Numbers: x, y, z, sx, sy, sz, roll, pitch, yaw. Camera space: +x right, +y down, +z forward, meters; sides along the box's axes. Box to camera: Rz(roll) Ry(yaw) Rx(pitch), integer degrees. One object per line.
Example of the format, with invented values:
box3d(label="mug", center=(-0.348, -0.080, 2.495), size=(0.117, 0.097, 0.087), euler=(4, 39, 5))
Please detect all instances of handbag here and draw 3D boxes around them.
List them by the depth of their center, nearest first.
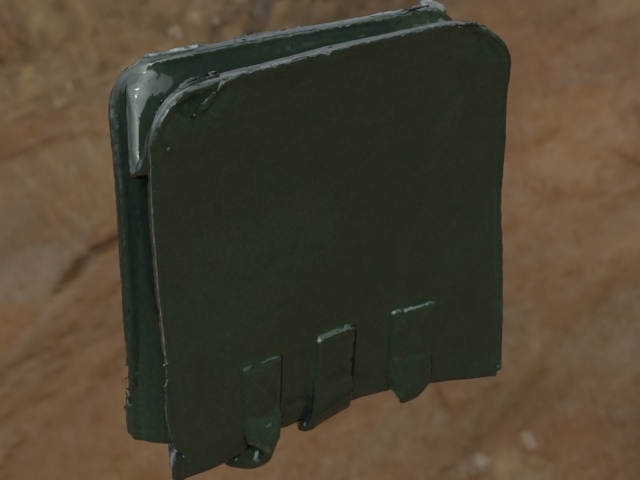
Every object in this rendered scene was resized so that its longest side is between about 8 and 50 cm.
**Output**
box3d(label="handbag", center=(-0.001, -0.001, 1.188), size=(0.247, 0.260, 0.079), euler=(-14, 27, -28))
